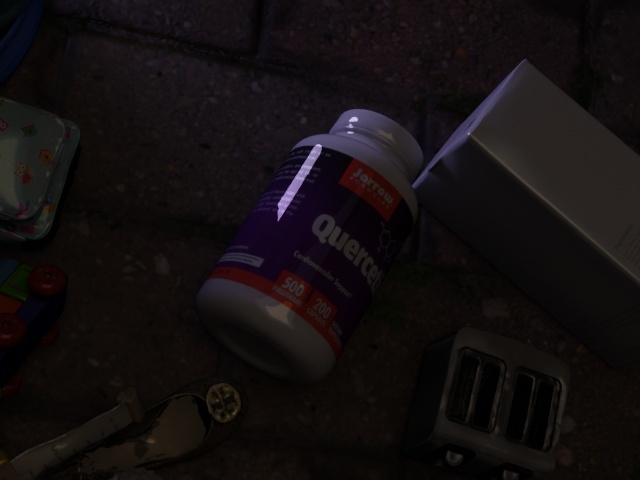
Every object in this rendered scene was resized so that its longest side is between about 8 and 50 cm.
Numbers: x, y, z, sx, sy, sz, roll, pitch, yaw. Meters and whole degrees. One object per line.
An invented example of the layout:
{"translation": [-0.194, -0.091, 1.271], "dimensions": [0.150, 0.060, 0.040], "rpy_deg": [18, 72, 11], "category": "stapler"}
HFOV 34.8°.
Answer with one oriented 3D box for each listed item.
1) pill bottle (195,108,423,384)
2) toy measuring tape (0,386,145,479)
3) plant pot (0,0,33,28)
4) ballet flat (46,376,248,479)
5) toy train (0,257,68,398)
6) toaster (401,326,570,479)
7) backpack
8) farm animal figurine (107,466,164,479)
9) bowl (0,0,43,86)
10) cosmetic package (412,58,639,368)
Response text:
{"translation": [0.000, 0.000, 1.237], "dimensions": [0.181, 0.181, 0.323], "rpy_deg": [33, 67, -4], "category": "pill bottle"}
{"translation": [-0.355, 0.231, 1.093], "dimensions": [0.330, 0.121, 0.121], "rpy_deg": [-29, 82, -22], "category": "toy measuring tape"}
{"translation": [-0.447, -0.430, 1.083], "dimensions": [0.341, 0.334, 0.341], "rpy_deg": [5, 71, -16], "category": "plant pot"}
{"translation": [-0.194, 0.225, 1.173], "dimensions": [0.249, 0.058, 0.084], "rpy_deg": [-20, 80, -21], "category": "ballet flat"}
{"translation": [-0.387, 0.107, 1.096], "dimensions": [0.143, 0.105, 0.248], "rpy_deg": [22, 40, 4], "category": "toy train"}
{"translation": [0.209, 0.204, 1.271], "dimensions": [0.168, 0.110, 0.186], "rpy_deg": [21, 68, -10], "category": "toaster"}
{"translation": [-0.386, -0.088, 1.177], "dimensions": [0.188, 0.144, 0.166], "rpy_deg": [16, 74, -8], "category": "backpack"}
{"translation": [-0.212, 0.444, 1.033], "dimensions": [0.326, 0.172, 0.330], "rpy_deg": [-35, 85, -23], "category": "farm animal figurine"}
{"translation": [-0.538, -0.328, 1.245], "dimensions": [0.390, 0.077, 0.391], "rpy_deg": [5, 71, -15], "category": "bowl"}
{"translation": [0.327, -0.025, 1.326], "dimensions": [0.385, 0.217, 0.156], "rpy_deg": [42, 67, -2], "category": "cosmetic package"}
